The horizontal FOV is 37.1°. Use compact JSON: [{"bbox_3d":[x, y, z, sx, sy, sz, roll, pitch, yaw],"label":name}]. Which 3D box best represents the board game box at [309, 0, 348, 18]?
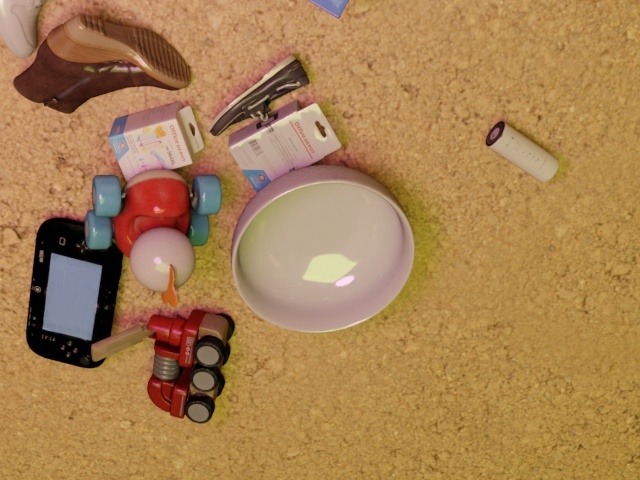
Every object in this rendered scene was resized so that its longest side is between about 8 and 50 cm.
[{"bbox_3d":[-0.061,-0.532,1.452,0.347,0.078,0.233,29,116,-11],"label":"board game box"}]

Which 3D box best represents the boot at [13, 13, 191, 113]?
[{"bbox_3d":[-0.373,-0.283,1.638,0.248,0.090,0.207,21,140,-38],"label":"boot"}]

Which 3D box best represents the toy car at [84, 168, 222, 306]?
[{"bbox_3d":[-0.284,0.019,1.664,0.219,0.238,0.210,-1,148,-22],"label":"toy car"}]

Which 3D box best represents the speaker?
[{"bbox_3d":[0.372,-0.162,1.752,0.136,0.055,0.055,30,113,-18],"label":"speaker"}]

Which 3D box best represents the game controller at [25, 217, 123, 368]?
[{"bbox_3d":[-0.477,0.104,1.842,0.166,0.067,0.319,10,117,-9],"label":"game controller"}]

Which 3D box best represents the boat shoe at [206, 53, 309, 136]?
[{"bbox_3d":[-0.109,-0.239,1.667,0.206,0.075,0.065,-38,99,11],"label":"boat shoe"}]

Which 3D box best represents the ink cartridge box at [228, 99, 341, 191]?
[{"bbox_3d":[-0.063,-0.178,1.715,0.180,0.060,0.104,-26,117,11],"label":"ink cartridge box"}]

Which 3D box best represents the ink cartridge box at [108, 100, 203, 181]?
[{"bbox_3d":[-0.287,-0.179,1.686,0.143,0.090,0.092,-15,118,6],"label":"ink cartridge box"}]

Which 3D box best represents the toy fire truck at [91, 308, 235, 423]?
[{"bbox_3d":[-0.315,0.242,1.892,0.246,0.158,0.217,14,118,3],"label":"toy fire truck"}]

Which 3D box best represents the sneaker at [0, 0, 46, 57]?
[{"bbox_3d":[-0.458,-0.437,1.521,0.152,0.114,0.305,4,118,-4],"label":"sneaker"}]

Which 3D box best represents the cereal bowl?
[{"bbox_3d":[0.000,0.000,1.760,0.338,0.141,0.339,-3,125,-5],"label":"cereal bowl"}]
